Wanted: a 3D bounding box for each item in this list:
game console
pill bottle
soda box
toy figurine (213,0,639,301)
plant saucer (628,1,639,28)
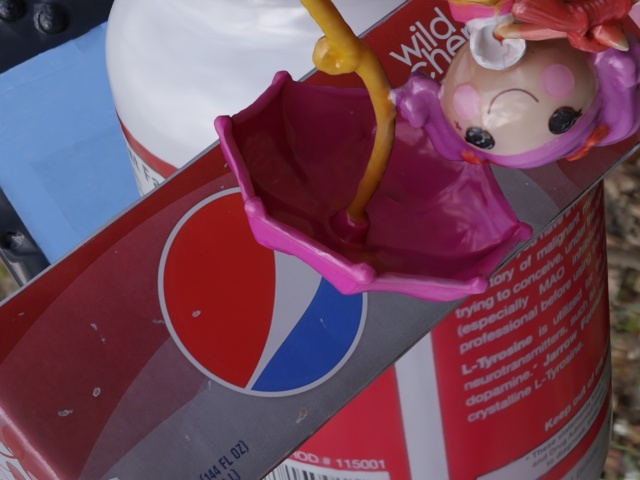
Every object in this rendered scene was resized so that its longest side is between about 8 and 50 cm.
[{"bbox_3d":[-0.084,-0.072,1.135,0.342,0.386,0.060,-23,28,9],"label":"game console"},{"bbox_3d":[0.025,-0.036,0.783,0.229,0.229,0.407,42,152,44],"label":"pill bottle"},{"bbox_3d":[0.000,0.000,0.526,0.092,0.263,0.083,51,153,1],"label":"soda box"},{"bbox_3d":[0.025,-0.057,0.367,0.173,0.159,0.130,-13,46,13],"label":"toy figurine"},{"bbox_3d":[0.427,-0.241,1.509,0.332,0.332,0.084,-15,103,42],"label":"plant saucer"}]
